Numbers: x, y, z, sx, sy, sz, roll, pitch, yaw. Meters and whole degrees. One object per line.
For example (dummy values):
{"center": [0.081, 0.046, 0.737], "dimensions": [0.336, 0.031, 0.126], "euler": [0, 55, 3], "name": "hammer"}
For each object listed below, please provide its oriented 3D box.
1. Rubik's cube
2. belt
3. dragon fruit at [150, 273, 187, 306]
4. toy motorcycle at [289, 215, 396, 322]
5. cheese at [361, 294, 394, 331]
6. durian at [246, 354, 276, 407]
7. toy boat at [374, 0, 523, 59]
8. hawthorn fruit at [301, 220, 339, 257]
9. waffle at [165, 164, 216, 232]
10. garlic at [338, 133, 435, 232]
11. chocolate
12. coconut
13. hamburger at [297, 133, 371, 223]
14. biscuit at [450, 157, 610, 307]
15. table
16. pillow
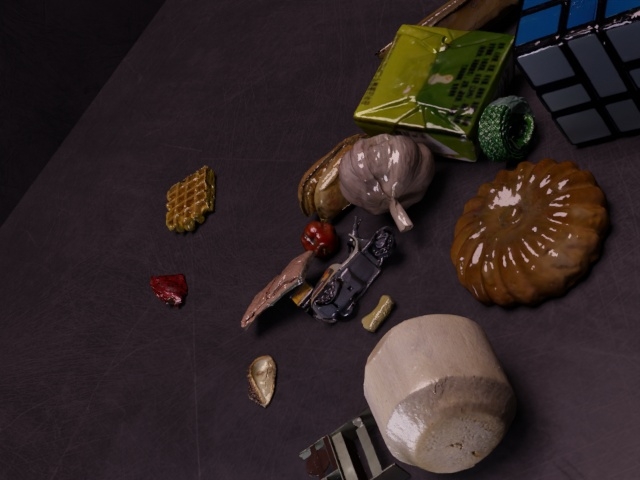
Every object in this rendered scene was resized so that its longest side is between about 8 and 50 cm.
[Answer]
{"center": [0.563, -0.391, 1.647], "dimensions": [0.283, 0.293, 0.288], "euler": [-14, 48, 40], "name": "Rubik's cube"}
{"center": [0.397, -0.235, 1.807], "dimensions": [0.079, 0.121, 0.151], "euler": [-7, 47, 45], "name": "belt"}
{"center": [-0.415, 0.135, 2.335], "dimensions": [0.097, 0.063, 0.131], "euler": [-40, 36, 10], "name": "dragon fruit"}
{"center": [0.059, 0.065, 1.894], "dimensions": [0.263, 0.091, 0.157], "euler": [-49, 31, 0], "name": "toy motorcycle"}
{"center": [0.119, 0.150, 1.798], "dimensions": [0.044, 0.030, 0.083], "euler": [32, 86, 48], "name": "cheese"}
{"center": [-0.131, 0.311, 1.907], "dimensions": [0.066, 0.052, 0.130], "euler": [2, 51, 0], "name": "durian"}
{"center": [0.351, -0.542, 2.157], "dimensions": [0.445, 0.136, 0.162], "euler": [-34, 12, 14], "name": "toy boat"}
{"center": [0.000, 0.000, 2.024], "dimensions": [0.093, 0.093, 0.093], "euler": [-27, 40, 25], "name": "hawthorn fruit"}
{"center": [-0.383, -0.105, 2.543], "dimensions": [0.160, 0.055, 0.211], "euler": [-29, 40, 23], "name": "waffle"}
{"center": [0.148, -0.110, 1.875], "dimensions": [0.218, 0.218, 0.212], "euler": [-27, 53, 25], "name": "garlic"}
{"center": [0.270, -0.333, 1.964], "dimensions": [0.289, 0.137, 0.301], "euler": [14, 64, 30], "name": "chocolate"}
{"center": [0.192, 0.244, 1.463], "dimensions": [0.237, 0.237, 0.266], "euler": [-35, 42, 16], "name": "coconut"}
{"center": [0.046, -0.163, 2.094], "dimensions": [0.262, 0.131, 0.124], "euler": [-44, 35, -4], "name": "hamburger"}
{"center": [0.382, -0.026, 1.644], "dimensions": [0.326, 0.107, 0.326], "euler": [-29, 41, 28], "name": "biscuit"}
{"center": [0.057, 0.411, 1.582], "dimensions": [0.175, 0.062, 0.146], "euler": [-38, 36, 11], "name": "table"}
{"center": [-0.100, 0.112, 1.990], "dimensions": [0.232, 0.043, 0.126], "euler": [-43, 9, 33], "name": "pillow"}
